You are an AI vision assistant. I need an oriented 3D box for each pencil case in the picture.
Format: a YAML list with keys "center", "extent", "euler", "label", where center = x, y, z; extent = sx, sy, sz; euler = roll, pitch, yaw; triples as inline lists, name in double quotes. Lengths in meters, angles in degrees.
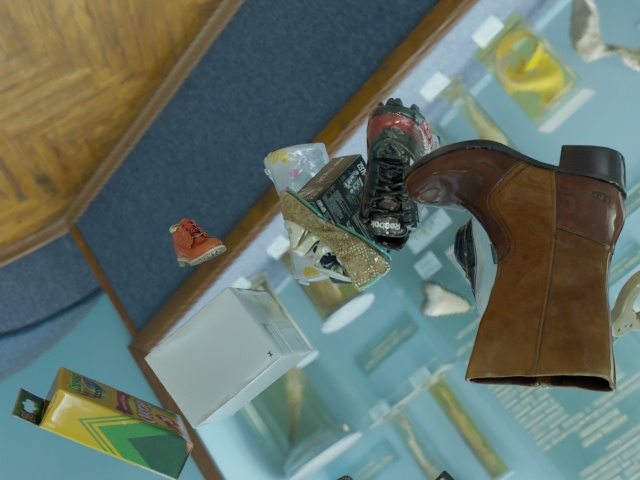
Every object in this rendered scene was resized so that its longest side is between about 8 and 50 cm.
- center: [-0.021, -0.055, 1.617]
  extent: [0.124, 0.273, 0.113]
  euler: [-15, 180, -25]
  label: "pencil case"

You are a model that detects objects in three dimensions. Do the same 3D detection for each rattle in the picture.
- center: [0.562, 0.148, 1.425]
  extent: [0.199, 0.143, 0.130]
  euler: [-49, 148, 1]
  label: "rattle"

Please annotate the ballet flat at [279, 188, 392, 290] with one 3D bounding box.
- center: [0.000, 0.000, 1.064]
  extent: [0.067, 0.206, 0.073]
  euler: [-51, 139, -6]
  label: "ballet flat"

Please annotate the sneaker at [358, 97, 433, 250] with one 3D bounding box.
- center: [0.109, -0.083, 1.228]
  extent: [0.276, 0.098, 0.135]
  euler: [84, 18, -55]
  label: "sneaker"

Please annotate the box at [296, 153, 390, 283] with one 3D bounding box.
- center: [0.047, -0.036, 1.469]
  extent: [0.077, 0.180, 0.147]
  euler: [-3, -144, 49]
  label: "box"

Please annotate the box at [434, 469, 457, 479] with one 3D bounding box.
- center: [0.207, 0.515, 1.475]
  extent: [0.183, 0.056, 0.231]
  euler: [-46, 143, -5]
  label: "box"

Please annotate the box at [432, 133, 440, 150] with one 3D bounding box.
- center: [0.170, -0.130, 1.632]
  extent: [0.072, 0.126, 0.137]
  euler: [16, 148, -21]
  label: "box"

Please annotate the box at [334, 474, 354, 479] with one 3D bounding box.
- center: [-0.021, 0.349, 0.725]
  extent: [0.203, 0.168, 0.167]
  euler: [-29, -167, 10]
  label: "box"

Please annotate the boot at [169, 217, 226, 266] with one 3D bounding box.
- center: [-0.227, 0.000, 1.500]
  extent: [0.059, 0.084, 0.158]
  euler: [-22, -171, -33]
  label: "boot"

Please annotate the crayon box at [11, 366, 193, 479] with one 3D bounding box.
- center: [-0.408, 0.332, 1.572]
  extent: [0.081, 0.318, 0.202]
  euler: [-65, -163, -4]
  label: "crayon box"

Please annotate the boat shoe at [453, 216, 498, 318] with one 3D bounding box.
- center: [0.242, 0.050, 1.231]
  extent: [0.065, 0.183, 0.083]
  euler: [5, 159, -15]
  label: "boat shoe"

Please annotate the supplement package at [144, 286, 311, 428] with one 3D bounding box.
- center: [-0.153, 0.196, 1.436]
  extent: [0.194, 0.149, 0.203]
  euler: [-40, 168, 7]
  label: "supplement package"

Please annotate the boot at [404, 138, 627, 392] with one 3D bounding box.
- center: [0.197, 0.030, 0.922]
  extent: [0.096, 0.264, 0.280]
  euler: [63, 38, -57]
  label: "boot"
